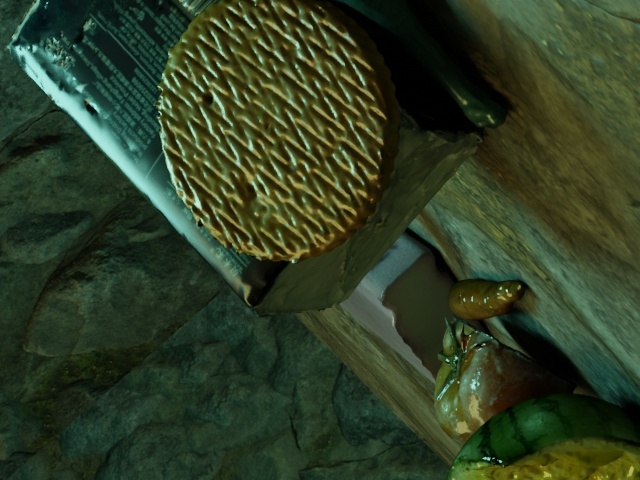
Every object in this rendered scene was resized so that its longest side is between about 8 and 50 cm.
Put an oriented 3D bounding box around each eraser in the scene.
[{"bbox_3d":[0.094,0.058,2.295,0.272,0.122,0.359,52,173,-37],"label":"eraser"}]

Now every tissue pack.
[{"bbox_3d":[-0.079,-0.149,1.517,0.416,0.264,0.253,45,-160,20],"label":"tissue pack"}]

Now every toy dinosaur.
[{"bbox_3d":[-0.004,-0.265,1.419,0.331,0.129,0.383,44,178,-41],"label":"toy dinosaur"}]

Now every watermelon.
[{"bbox_3d":[0.310,0.303,1.845,0.189,0.330,0.331,-96,-20,-45],"label":"watermelon"}]

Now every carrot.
[{"bbox_3d":[0.218,0.075,1.924,0.059,0.059,0.248,49,169,-4],"label":"carrot"}]

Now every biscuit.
[{"bbox_3d":[-0.040,-0.105,1.335,0.254,0.254,0.035,47,-155,16],"label":"biscuit"}]

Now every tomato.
[{"bbox_3d":[0.230,0.210,2.000,0.180,0.155,0.214,26,179,-11],"label":"tomato"}]
